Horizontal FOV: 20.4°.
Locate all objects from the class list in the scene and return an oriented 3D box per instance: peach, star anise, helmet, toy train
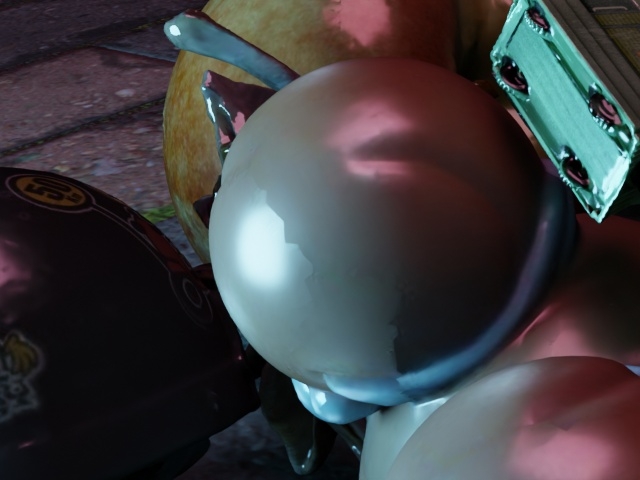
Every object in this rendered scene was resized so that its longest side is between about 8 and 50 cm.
[{"bbox_3d":[0.033,-0.056,0.997,0.252,0.252,0.252,-7,20,3],"label":"peach"},{"bbox_3d":[0.000,-0.001,0.829,0.209,0.231,0.089,-5,2,37],"label":"star anise"},{"bbox_3d":[-0.174,0.055,0.771,0.279,0.160,0.230,-15,-1,-6],"label":"helmet"},{"bbox_3d":[0.096,-0.047,0.583,0.056,0.038,0.093,-4,45,-25],"label":"toy train"}]

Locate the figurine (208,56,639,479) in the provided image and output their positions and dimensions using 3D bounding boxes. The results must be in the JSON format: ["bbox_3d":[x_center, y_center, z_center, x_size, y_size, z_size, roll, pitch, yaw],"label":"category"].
[{"bbox_3d":[0.173,0.054,0.664,0.388,0.248,0.276,-16,46,-14],"label":"figurine"}]
